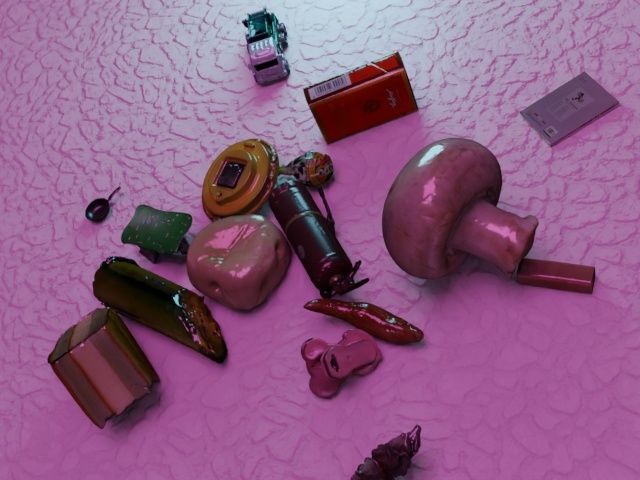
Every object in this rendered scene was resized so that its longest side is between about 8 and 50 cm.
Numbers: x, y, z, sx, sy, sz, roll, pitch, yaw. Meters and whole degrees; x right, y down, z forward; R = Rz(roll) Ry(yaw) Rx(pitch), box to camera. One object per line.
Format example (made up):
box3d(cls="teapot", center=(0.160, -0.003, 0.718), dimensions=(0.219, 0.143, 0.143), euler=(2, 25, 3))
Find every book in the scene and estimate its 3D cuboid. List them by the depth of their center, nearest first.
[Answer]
box3d(cls="book", center=(0.553, -0.295, 1.971), dimensions=(0.181, 0.014, 0.127), euler=(-32, 53, -2))

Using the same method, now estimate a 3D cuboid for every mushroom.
box3d(cls="mushroom", center=(0.277, -0.045, 1.736), dimensions=(0.290, 0.297, 0.297), euler=(28, 71, 26))

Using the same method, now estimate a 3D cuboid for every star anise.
box3d(cls="star anise", center=(0.113, 0.414, 1.581), dimensions=(0.065, 0.195, 0.182), euler=(46, 120, 22))

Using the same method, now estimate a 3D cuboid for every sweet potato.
box3d(cls="sweet potato", center=(0.094, 0.161, 1.807), dimensions=(0.255, 0.058, 0.078), euler=(17, 21, 19))

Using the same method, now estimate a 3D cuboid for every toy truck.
box3d(cls="toy truck", center=(-0.150, -0.523, 2.320), dimensions=(0.110, 0.116, 0.216), euler=(-16, 54, 10))

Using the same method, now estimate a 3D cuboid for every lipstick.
box3d(cls="lipstick", center=(0.465, 0.069, 1.745), dimensions=(0.145, 0.045, 0.045), euler=(8, 60, 23))

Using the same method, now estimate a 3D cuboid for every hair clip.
box3d(cls="hair clip", center=(0.040, 0.239, 1.772), dimensions=(0.138, 0.102, 0.123), euler=(-21, 89, -34))

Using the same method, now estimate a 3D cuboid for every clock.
box3d(cls="clock", center=(-0.203, -0.148, 2.092), dimensions=(0.237, 0.057, 0.237), euler=(-18, 55, 29))

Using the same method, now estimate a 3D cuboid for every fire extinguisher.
box3d(cls="fire extinguisher", center=(0.000, 0.000, 1.916), dimensions=(0.141, 0.105, 0.341), euler=(-51, 46, 21))

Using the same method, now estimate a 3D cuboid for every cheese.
box3d(cls="cheese", center=(-0.181, 0.046, 1.950), dimensions=(0.235, 0.117, 0.218), euler=(-24, 51, -3))

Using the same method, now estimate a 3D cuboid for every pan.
box3d(cls="pan", center=(-0.544, -0.091, 2.238), dimensions=(0.115, 0.023, 0.068), euler=(-44, 53, -7))

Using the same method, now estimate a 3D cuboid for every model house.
box3d(cls="model house", center=(-0.368, -0.005, 2.076), dimensions=(0.167, 0.088, 0.117), euler=(10, 62, 24))

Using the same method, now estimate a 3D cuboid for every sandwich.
box3d(cls="sandwich", center=(-0.458, 0.270, 1.895), dimensions=(0.155, 0.198, 0.227), euler=(-35, 14, -4))

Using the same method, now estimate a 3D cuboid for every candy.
box3d(cls="candy", center=(-0.107, -0.166, 2.110), dimensions=(0.305, 0.083, 0.091), euler=(-1, 20, 31))

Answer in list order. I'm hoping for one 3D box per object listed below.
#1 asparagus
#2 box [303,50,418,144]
box3d(cls="asparagus", center=(-0.342, 0.148, 1.957), dimensions=(0.381, 0.108, 0.128), euler=(22, 66, 29))
box3d(cls="box", center=(0.096, -0.333, 2.080), dimensions=(0.239, 0.153, 0.074), euler=(-20, 50, 7))
